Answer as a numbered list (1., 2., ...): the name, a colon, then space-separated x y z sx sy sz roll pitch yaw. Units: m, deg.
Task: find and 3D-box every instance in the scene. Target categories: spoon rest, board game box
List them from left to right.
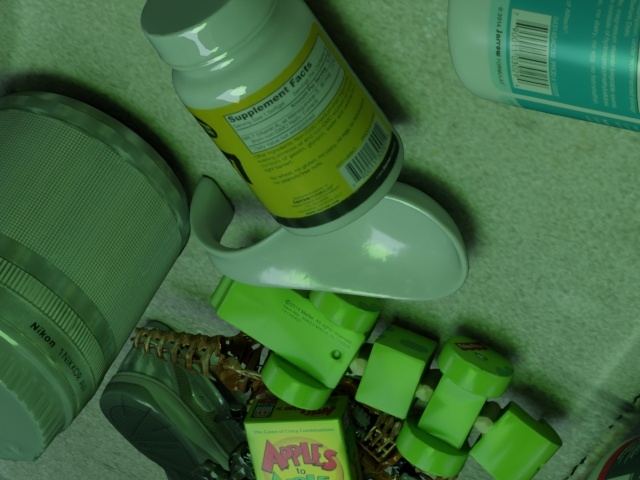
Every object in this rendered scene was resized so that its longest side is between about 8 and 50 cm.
1. board game box: -0.007 0.234 1.768 0.092 0.043 0.181 -3 116 16
2. spoon rest: 0.000 0.000 1.585 0.276 0.084 0.137 5 142 37

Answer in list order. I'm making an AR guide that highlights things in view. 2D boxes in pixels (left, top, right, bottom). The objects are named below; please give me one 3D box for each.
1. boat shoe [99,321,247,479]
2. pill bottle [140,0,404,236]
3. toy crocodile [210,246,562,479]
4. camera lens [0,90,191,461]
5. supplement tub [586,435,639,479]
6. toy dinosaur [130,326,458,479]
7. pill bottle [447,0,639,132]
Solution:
1. boat shoe: -0.115 0.214 2.006 0.118 0.103 0.320 -2 142 37
2. pill bottle: -0.036 -0.112 1.410 0.119 0.119 0.208 -1 138 42
3. toy crocodile: 0.060 0.112 1.694 0.340 0.105 0.115 27 108 6
4. camera lens: -0.257 0.024 1.648 0.219 0.274 0.219 22 149 14
5. supplement tub: 0.352 0.229 1.522 0.191 0.191 0.272 39 149 -16
6. toy dinosaur: -0.023 0.164 1.837 0.322 0.164 0.218 42 138 14
7. pill bottle: 0.220 -0.132 1.133 0.264 0.146 0.146 15 147 24
